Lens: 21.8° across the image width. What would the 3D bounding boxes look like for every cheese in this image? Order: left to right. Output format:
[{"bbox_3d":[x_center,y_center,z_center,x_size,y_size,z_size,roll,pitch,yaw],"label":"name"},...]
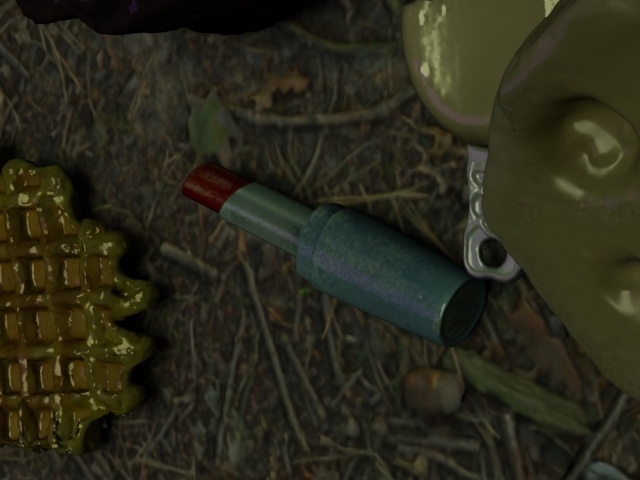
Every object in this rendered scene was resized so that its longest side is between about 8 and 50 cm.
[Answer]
[{"bbox_3d":[0.141,-0.102,1.152,0.163,0.070,0.249,-18,84,37],"label":"cheese"},{"bbox_3d":[0.245,-0.037,0.992,0.318,0.115,0.326,19,134,31],"label":"cheese"}]

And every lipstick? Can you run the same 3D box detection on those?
[{"bbox_3d":[0.000,0.000,1.275,0.274,0.061,0.068,27,112,32],"label":"lipstick"}]

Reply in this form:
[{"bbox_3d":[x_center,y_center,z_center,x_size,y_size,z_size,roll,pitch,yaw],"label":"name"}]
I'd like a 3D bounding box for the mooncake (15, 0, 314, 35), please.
[{"bbox_3d":[-0.139,-0.334,1.263,0.350,0.212,0.381,-37,72,42],"label":"mooncake"}]

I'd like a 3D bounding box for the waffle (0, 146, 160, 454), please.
[{"bbox_3d":[-0.272,0.074,1.493,0.312,0.060,0.307,37,116,31],"label":"waffle"}]
